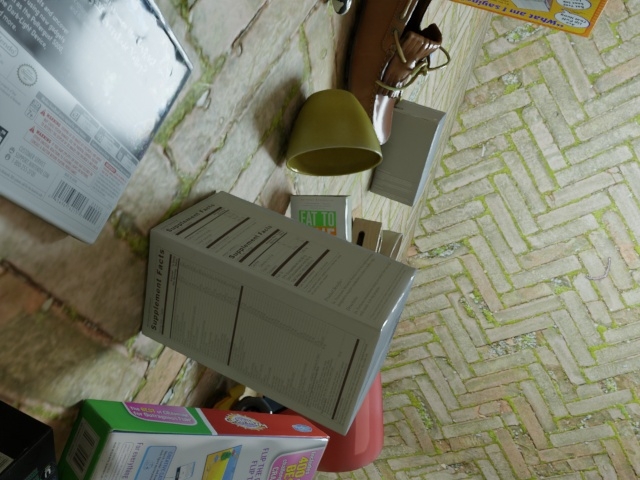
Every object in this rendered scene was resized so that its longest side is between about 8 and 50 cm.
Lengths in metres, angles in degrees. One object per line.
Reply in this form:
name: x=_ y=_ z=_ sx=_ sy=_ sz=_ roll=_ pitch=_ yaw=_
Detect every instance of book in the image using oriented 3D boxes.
book: x=0.000 y=0.000 z=0.888 sx=0.035 sy=0.096 sz=0.144 roll=-27 pitch=118 yaw=-69

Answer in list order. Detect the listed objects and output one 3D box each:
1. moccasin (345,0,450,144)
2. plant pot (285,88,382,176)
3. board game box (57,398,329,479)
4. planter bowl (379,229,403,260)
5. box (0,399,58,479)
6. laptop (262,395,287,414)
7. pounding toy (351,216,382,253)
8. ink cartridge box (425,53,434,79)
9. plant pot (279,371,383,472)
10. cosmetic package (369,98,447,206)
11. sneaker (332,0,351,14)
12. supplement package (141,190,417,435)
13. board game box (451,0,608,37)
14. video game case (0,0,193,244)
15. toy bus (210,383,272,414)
moccasin: x=0.135 y=-0.325 z=0.883 sx=0.139 sy=0.147 sz=0.380 roll=-46 pitch=154 yaw=-57
plant pot: x=0.016 y=-0.154 z=0.781 sx=0.134 sy=0.134 sz=0.095 roll=37 pitch=49 yaw=-76
board game box: x=-0.153 y=0.314 z=0.628 sx=0.316 sy=0.064 sz=0.242 roll=24 pitch=88 yaw=-46
planter bowl: x=0.153 y=0.037 z=1.569 sx=0.162 sy=0.109 sz=0.162 roll=22 pitch=90 yaw=-77
box: x=-0.236 y=0.170 z=0.410 sx=0.052 sy=0.062 sz=0.083 roll=-50 pitch=157 yaw=-55
laptop: x=-0.083 y=0.160 z=0.977 sx=0.264 sy=0.136 sz=0.234 roll=60 pitch=34 yaw=-41
pounding toy: x=0.093 y=0.025 z=1.396 sx=0.130 sy=0.100 sz=0.141 roll=73 pitch=30 yaw=-69
ink cartridge box: x=0.270 y=-0.459 z=1.432 sx=0.048 sy=0.028 sz=0.083 roll=-59 pitch=163 yaw=-32
plant pot: x=0.024 y=0.350 z=1.293 sx=0.275 sy=0.275 sz=0.243 roll=-37 pitch=135 yaw=-65
cosmetic package: x=0.218 y=-0.219 z=1.400 sx=0.107 sy=0.127 sz=0.238 roll=-47 pitch=156 yaw=-55
sneaker: x=0.020 y=-0.327 z=0.708 sx=0.037 sy=0.032 sz=0.083 roll=-41 pitch=147 yaw=-34
supplement package: x=-0.045 y=0.064 z=0.589 sx=0.134 sy=0.244 sz=0.139 roll=-43 pitch=153 yaw=-58
board game box: x=0.419 y=-0.653 z=1.019 sx=0.356 sy=0.356 sz=0.356 roll=17 pitch=95 yaw=-76
video game case: x=-0.163 y=-0.103 z=0.366 sx=0.173 sy=0.022 sz=0.190 roll=-65 pitch=165 yaw=-13
toy bus: x=-0.147 y=0.364 z=0.851 sx=0.211 sy=0.220 sz=0.149 roll=-24 pitch=157 yaw=-22
